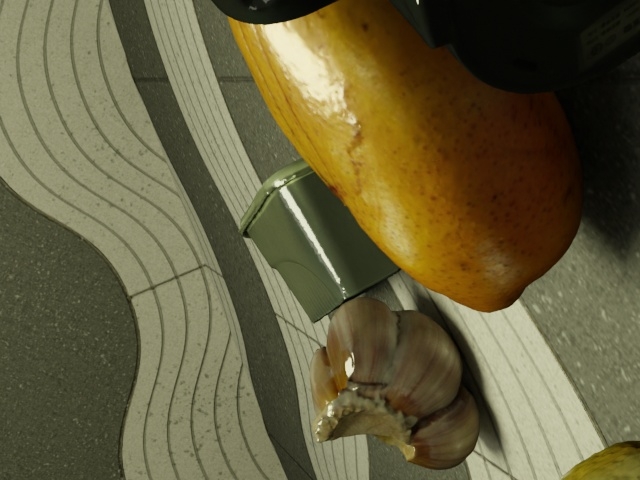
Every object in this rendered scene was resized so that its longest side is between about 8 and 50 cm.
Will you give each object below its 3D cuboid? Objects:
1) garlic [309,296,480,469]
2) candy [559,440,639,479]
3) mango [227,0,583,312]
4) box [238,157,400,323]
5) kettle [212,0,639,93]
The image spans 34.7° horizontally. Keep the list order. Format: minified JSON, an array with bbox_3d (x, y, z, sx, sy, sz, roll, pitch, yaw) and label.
[{"bbox_3d":[0.096,0.160,1.206,0.191,0.214,0.160,-82,8,-59],"label":"garlic"},{"bbox_3d":[0.289,0.288,0.832,0.260,0.118,0.260,158,90,-79],"label":"candy"},{"bbox_3d":[0.064,-0.108,0.757,0.199,0.201,0.350,-18,125,38],"label":"mango"},{"bbox_3d":[0.000,0.000,1.335,0.178,0.138,0.274,60,164,6],"label":"box"},{"bbox_3d":[0.053,-0.229,0.597,0.203,0.262,0.308,22,-156,-48],"label":"kettle"}]
